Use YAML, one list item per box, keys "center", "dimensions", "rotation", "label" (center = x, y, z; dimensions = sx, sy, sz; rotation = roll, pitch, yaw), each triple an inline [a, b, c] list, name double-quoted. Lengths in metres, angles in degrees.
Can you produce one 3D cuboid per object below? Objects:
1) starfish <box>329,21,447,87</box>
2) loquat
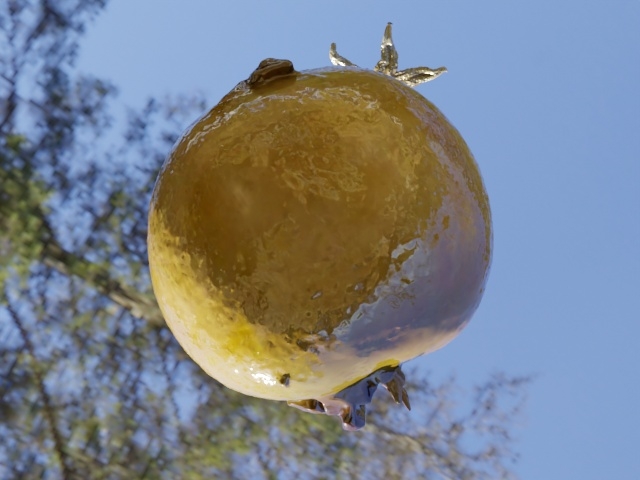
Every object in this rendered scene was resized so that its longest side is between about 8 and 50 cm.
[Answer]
- center: [0.039, -0.106, 1.013]
  dimensions: [0.086, 0.092, 0.016]
  rotation: [-47, -156, 30]
  label: "starfish"
- center: [0.000, 0.000, 0.634]
  dimensions: [0.137, 0.163, 0.163]
  rotation: [-7, -122, 63]
  label: "loquat"
